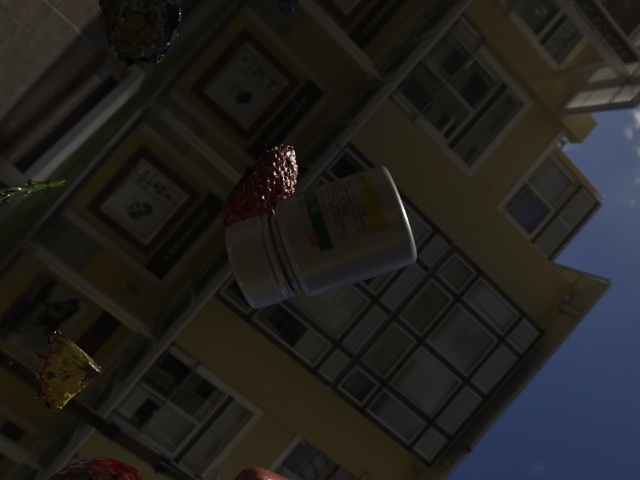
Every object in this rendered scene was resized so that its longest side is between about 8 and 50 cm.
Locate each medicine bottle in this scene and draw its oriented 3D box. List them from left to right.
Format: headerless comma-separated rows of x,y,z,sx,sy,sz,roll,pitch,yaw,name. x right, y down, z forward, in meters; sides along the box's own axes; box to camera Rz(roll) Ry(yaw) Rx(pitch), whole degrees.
0.000,0.000,1.136,0.340,0.208,0.208,-19,-161,3,medicine bottle

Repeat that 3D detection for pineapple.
-0.446,0.232,1.010,0.069,0.116,0.137,19,-80,56,pineapple

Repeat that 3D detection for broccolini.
-0.732,-0.119,1.400,0.216,0.067,0.058,-26,148,-56,broccolini

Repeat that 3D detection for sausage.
-0.062,0.361,0.799,0.062,0.154,0.062,-22,-134,25,sausage

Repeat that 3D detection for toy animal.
-0.066,-0.617,1.383,0.220,0.108,0.062,113,-31,-67,toy animal

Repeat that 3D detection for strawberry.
-0.155,-0.141,1.728,0.138,0.233,0.306,38,-77,32,strawberry

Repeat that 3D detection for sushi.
-0.537,-0.633,1.693,0.219,0.225,0.238,176,-74,-72,sushi

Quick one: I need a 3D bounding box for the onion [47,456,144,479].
-0.666,0.749,1.486,0.420,0.398,0.398,9,-132,26,onion
